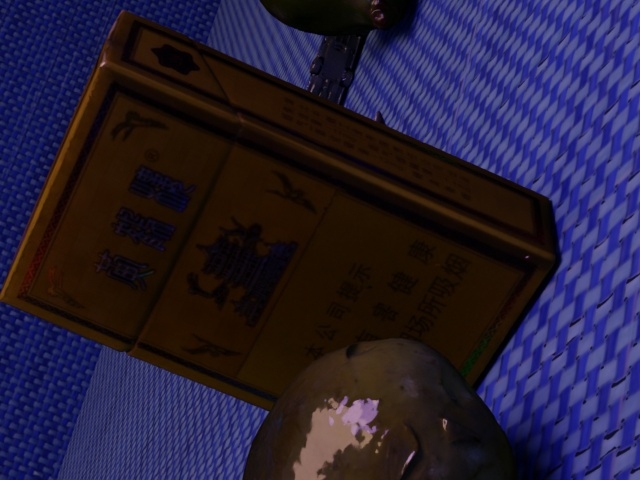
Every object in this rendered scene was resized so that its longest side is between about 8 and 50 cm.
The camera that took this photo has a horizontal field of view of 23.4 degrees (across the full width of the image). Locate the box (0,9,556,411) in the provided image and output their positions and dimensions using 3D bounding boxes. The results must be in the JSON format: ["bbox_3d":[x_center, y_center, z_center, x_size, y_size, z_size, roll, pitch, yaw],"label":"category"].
[{"bbox_3d":[-0.029,0.005,0.988,0.084,0.301,0.193,-84,20,-59],"label":"box"}]

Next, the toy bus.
[{"bbox_3d":[0.018,-0.219,1.817,0.061,0.051,0.153,127,162,-69],"label":"toy bus"}]

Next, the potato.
[{"bbox_3d":[0.024,0.162,0.881,0.169,0.143,0.248,-90,16,-52],"label":"potato"}]

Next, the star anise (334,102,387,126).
[{"bbox_3d":[-0.001,0.001,1.369,0.236,0.109,0.223,-34,40,39],"label":"star anise"}]

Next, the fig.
[{"bbox_3d":[0.029,-0.292,1.660,0.245,0.195,0.195,57,132,33],"label":"fig"}]
